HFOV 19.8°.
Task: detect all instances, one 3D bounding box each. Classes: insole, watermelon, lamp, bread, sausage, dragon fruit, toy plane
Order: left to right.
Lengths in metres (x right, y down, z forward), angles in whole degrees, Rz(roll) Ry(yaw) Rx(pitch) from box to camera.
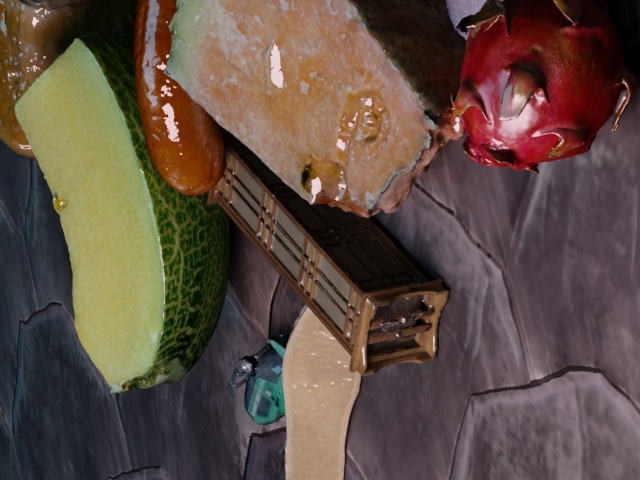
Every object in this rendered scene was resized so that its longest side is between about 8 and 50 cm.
[{"bbox_3d":[-0.301,-0.239,2.146,0.176,0.195,0.246,46,137,38],"label":"bread"},{"bbox_3d":[-0.133,-0.191,1.773,0.076,0.103,0.302,14,104,43],"label":"sausage"},{"bbox_3d":[-0.035,0.140,1.915,0.096,0.060,0.235,44,144,19],"label":"toy plane"},{"bbox_3d":[-0.001,0.163,1.852,0.011,0.081,0.248,-67,-16,-57],"label":"insole"},{"bbox_3d":[0.000,0.000,1.767,0.325,0.089,0.090,48,138,45],"label":"lamp"},{"bbox_3d":[0.019,-0.156,1.643,0.302,0.151,0.264,50,141,16],"label":"watermelon"},{"bbox_3d":[0.169,-0.127,1.365,0.133,0.136,0.166,23,94,25],"label":"dragon fruit"}]

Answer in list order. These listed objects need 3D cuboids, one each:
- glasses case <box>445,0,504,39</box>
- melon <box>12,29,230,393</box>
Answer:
[{"bbox_3d":[0.136,-0.287,1.426,0.109,0.067,0.282,36,132,57],"label":"glasses case"},{"bbox_3d":[-0.194,-0.023,1.963,0.343,0.226,0.331,63,172,7],"label":"melon"}]
